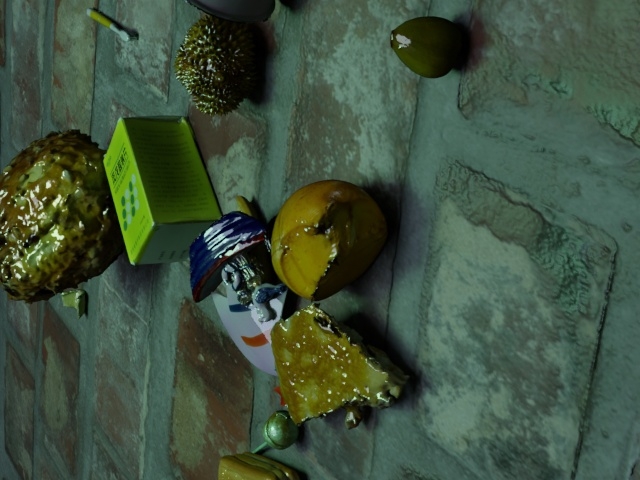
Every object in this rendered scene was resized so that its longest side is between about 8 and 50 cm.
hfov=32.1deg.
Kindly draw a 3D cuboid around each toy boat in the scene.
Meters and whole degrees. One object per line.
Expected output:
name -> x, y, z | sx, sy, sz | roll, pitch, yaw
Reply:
toy boat -> -0.120, 0.109, 1.784 | 0.219, 0.072, 0.318 | -7, 99, 41

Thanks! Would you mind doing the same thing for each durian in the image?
durian -> -0.166, -0.287, 1.793 | 0.158, 0.137, 0.168 | -60, 27, 17

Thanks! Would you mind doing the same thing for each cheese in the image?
cheese -> -0.585, 0.145, 2.656 | 0.084, 0.041, 0.060 | 21, 120, 41

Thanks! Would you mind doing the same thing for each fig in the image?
fig -> 0.123, -0.235, 1.334 | 0.074, 0.088, 0.074 | -168, 90, -77

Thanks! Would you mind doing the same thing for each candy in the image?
candy -> -0.083, 0.326, 1.819 | 0.202, 0.061, 0.061 | 129, 130, -61

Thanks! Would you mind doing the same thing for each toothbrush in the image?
toothbrush -> -0.442, -0.456, 2.349 | 0.288, 0.024, 0.021 | 38, 123, 54

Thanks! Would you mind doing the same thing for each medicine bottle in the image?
medicine bottle -> -0.292, -0.092, 2.020 | 0.137, 0.141, 0.250 | -58, 46, 49

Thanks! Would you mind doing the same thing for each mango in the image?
mango -> 0.000, 0.000, 1.545 | 0.153, 0.126, 0.252 | 68, 154, 7

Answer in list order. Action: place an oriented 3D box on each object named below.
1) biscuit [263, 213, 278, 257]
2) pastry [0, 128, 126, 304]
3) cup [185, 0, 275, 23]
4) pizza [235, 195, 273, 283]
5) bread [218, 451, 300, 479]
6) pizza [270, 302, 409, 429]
biscuit -> -0.043, -0.002, 1.686 | 0.089, 0.087, 0.027 | 37, 169, 8
pastry -> -0.532, -0.041, 2.228 | 0.292, 0.337, 0.405 | 53, 172, -23
cup -> -0.096, -0.484, 1.602 | 0.288, 0.203, 0.203 | -58, 45, 37
pizza -> -0.120, 0.007, 1.838 | 0.099, 0.036, 0.160 | -44, 57, 54
bread -> -0.100, 0.414, 1.815 | 0.200, 0.077, 0.116 | 2, 101, 59
pizza -> 0.023, 0.175, 1.567 | 0.297, 0.071, 0.189 | -21, 87, 60
